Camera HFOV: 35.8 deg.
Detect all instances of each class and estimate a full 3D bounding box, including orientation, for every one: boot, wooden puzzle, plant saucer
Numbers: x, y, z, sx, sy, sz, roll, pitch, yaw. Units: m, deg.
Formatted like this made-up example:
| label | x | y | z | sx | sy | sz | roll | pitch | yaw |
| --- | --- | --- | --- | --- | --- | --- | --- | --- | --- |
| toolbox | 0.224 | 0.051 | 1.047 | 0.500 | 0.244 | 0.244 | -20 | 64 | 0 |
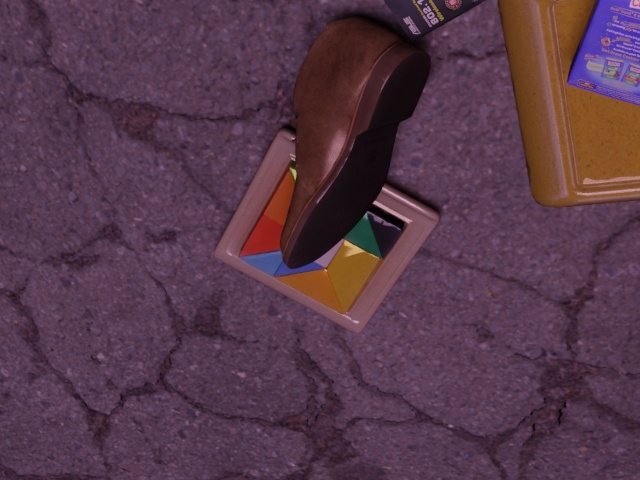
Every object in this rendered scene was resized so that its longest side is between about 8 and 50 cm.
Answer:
| label | x | y | z | sx | sy | sz | roll | pitch | yaw |
| --- | --- | --- | --- | --- | --- | --- | --- | --- | --- |
| boot | 0.012 | -0.106 | 1.113 | 0.115 | 0.112 | 0.305 | 40 | 123 | 25 |
| wooden puzzle | 0.000 | 0.000 | 1.233 | 0.221 | 0.044 | 0.238 | 29 | 128 | -4 |
| plant saucer | 0.350 | -0.167 | 0.982 | 0.333 | 0.081 | 0.332 | -5 | 123 | 21 |

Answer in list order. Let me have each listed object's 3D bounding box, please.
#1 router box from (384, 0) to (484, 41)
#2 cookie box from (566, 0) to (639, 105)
| label | x | y | z | sx | sy | sz | roll | pitch | yaw |
| --- | --- | --- | --- | --- | --- | --- | --- | --- | --- |
| router box | 0.101 | -0.276 | 1.006 | 0.092 | 0.038 | 0.122 | -26 | 114 | 31 |
| cookie box | 0.289 | -0.185 | 0.911 | 0.092 | 0.040 | 0.107 | 18 | 128 | 5 |
